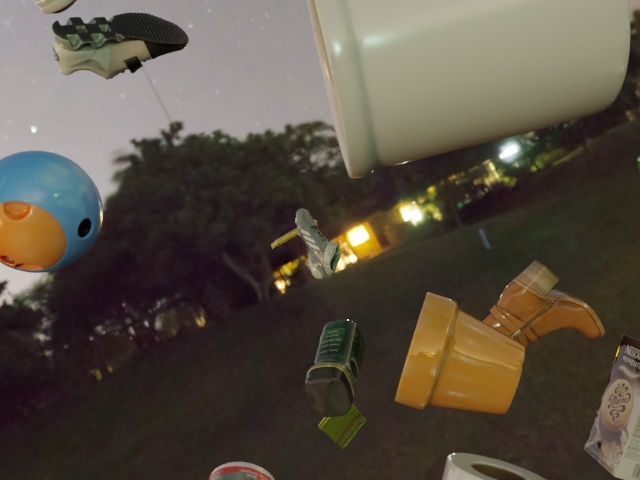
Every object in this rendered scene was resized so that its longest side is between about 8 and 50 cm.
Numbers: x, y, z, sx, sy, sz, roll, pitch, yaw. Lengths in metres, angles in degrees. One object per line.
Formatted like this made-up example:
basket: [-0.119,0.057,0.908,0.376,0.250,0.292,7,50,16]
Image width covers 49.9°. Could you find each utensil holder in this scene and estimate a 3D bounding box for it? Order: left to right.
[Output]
utensil holder: [0.192,-0.293,1.000,0.386,0.327,0.327,-14,0,2]

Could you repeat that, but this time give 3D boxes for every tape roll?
tape roll: [0.385,0.600,1.539,0.246,0.169,0.246,13,-2,1]

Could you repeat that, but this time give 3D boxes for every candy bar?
candy bar: [-0.081,-0.020,2.089,0.162,0.018,0.040,-28,20,4]

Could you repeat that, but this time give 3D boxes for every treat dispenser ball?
treat dispenser ball: [-0.663,-0.067,1.614,0.288,0.288,0.288,-28,-1,0]

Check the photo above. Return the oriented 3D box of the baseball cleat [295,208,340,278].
baseball cleat: [0.000,0.000,1.889,0.110,0.205,0.072,-21,-6,35]

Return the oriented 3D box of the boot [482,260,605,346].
boot: [0.555,0.213,1.717,0.220,0.283,0.109,-50,20,2]

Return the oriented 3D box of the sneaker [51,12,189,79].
sneaker: [-0.496,-0.475,1.713,0.331,0.122,0.146,-10,-36,-27]

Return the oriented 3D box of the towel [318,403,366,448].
towel: [0.059,0.465,1.752,0.102,0.021,0.237,-52,-29,-14]

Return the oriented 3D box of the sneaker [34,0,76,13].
sneaker: [-0.415,-0.538,1.155,0.114,0.152,0.305,19,75,43]

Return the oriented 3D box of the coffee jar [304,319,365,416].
coffee jar: [0.028,0.232,1.256,0.079,0.096,0.184,-11,24,18]

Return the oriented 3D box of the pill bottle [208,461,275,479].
pill bottle: [-0.192,0.649,1.505,0.161,0.161,0.283,-28,29,24]

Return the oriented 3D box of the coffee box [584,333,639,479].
coffee box: [0.729,0.382,1.559,0.168,0.119,0.297,-123,51,-86]

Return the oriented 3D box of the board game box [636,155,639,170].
board game box: [0.711,-0.139,1.408,0.030,0.136,0.260,-18,7,42]

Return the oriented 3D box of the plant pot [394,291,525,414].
plant pot: [0.250,0.215,1.215,0.188,0.205,0.205,17,9,10]
